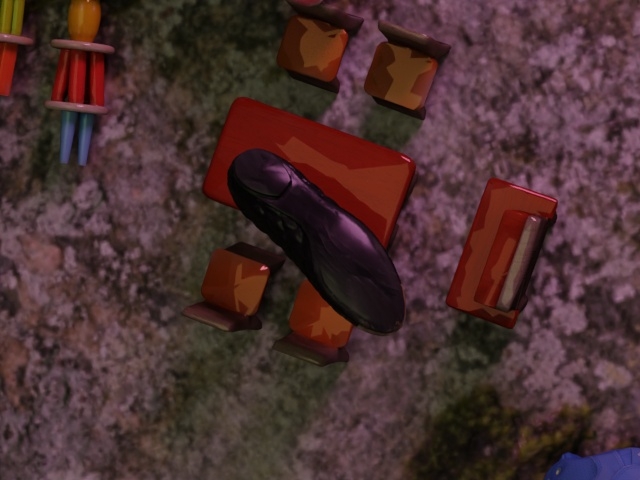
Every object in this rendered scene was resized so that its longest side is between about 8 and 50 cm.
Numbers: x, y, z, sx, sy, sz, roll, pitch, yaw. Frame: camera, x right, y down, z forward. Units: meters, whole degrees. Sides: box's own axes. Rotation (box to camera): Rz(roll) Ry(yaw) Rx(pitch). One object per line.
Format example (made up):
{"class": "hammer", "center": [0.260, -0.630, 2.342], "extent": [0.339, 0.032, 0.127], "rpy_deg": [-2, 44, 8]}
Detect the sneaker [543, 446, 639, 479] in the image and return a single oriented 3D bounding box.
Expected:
{"class": "sneaker", "center": [0.179, 0.238, 1.157], "extent": [0.091, 0.126, 0.240], "rpy_deg": [34, 128, -15]}

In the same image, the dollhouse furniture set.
{"class": "dollhouse furniture set", "center": [0.039, -0.029, 1.155], "extent": [0.259, 0.135, 0.262], "rpy_deg": [20, 95, 13]}

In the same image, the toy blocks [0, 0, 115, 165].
{"class": "toy blocks", "center": [-0.228, -0.139, 1.266], "extent": [0.123, 0.054, 0.148], "rpy_deg": [7, 92, 14]}

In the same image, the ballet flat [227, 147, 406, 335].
{"class": "ballet flat", "center": [0.000, 0.000, 1.108], "extent": [0.057, 0.049, 0.173], "rpy_deg": [-39, 75, -11]}

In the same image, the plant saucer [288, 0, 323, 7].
{"class": "plant saucer", "center": [-0.040, -0.323, 1.184], "extent": [0.259, 0.047, 0.258], "rpy_deg": [25, 97, 36]}
